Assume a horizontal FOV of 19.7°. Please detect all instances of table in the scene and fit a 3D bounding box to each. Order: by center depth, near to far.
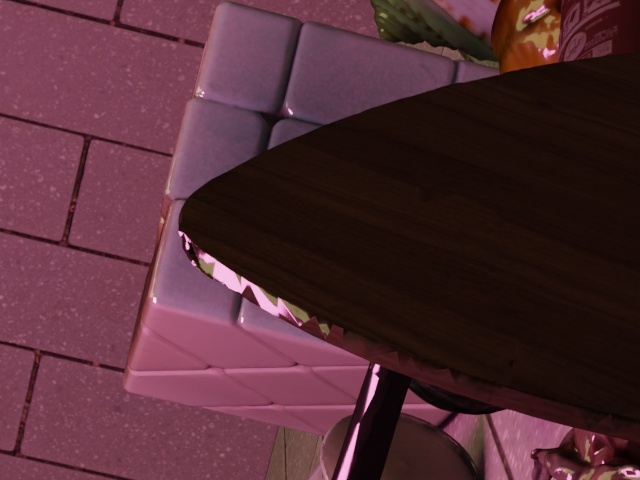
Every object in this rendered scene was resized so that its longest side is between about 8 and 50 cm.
[{"bbox_3d":[0.137,0.090,0.722,0.317,0.317,0.249,-85,-4,-62],"label":"table"}]

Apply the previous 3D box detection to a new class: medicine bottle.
[{"bbox_3d":[0.051,0.237,1.560,0.147,0.147,0.143,-82,11,-52],"label":"medicine bottle"}]

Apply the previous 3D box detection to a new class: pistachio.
[{"bbox_3d":[0.179,-0.145,1.418,0.189,0.100,0.110,121,166,-70],"label":"pistachio"}]

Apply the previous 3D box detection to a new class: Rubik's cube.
[{"bbox_3d":[0.000,0.000,1.796,0.319,0.322,0.315,118,163,-69],"label":"Rubik's cube"}]

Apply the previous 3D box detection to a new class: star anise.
[{"bbox_3d":[0.161,0.137,1.045,0.182,0.065,0.195,-123,51,-82],"label":"star anise"}]

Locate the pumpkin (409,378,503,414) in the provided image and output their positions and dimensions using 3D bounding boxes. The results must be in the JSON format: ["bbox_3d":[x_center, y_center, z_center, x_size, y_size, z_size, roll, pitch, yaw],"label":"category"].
[{"bbox_3d":[0.115,0.023,1.375,0.211,0.152,0.211,-167,90,-70],"label":"pumpkin"}]

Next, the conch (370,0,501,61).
[{"bbox_3d":[0.142,-0.337,1.819,0.303,0.215,0.319,-121,43,-68],"label":"conch"}]

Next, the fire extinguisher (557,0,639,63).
[{"bbox_3d":[0.187,-0.075,1.042,0.135,0.114,0.337,104,177,-50],"label":"fire extinguisher"}]
